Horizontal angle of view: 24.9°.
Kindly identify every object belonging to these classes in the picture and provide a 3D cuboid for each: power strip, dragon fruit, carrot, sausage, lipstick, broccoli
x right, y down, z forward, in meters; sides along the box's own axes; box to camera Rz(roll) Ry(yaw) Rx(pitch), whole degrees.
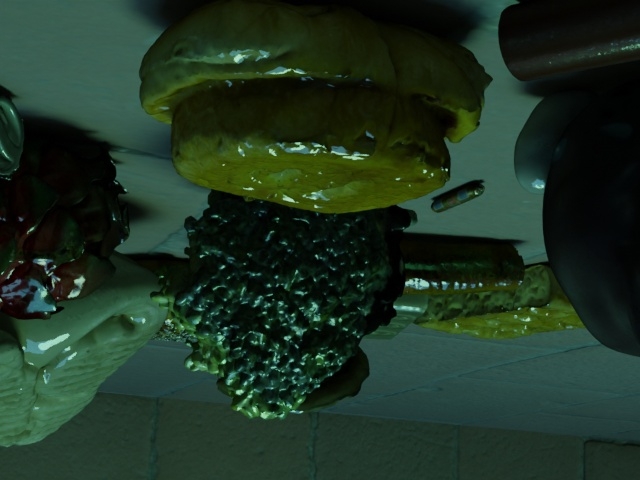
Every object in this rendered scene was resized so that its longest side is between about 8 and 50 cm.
[{"bbox_3d":[0.067,0.081,1.881,0.105,0.070,0.257,5,168,-6],"label":"power strip"},{"bbox_3d":[-0.267,-0.013,1.321,0.188,0.182,0.182,6,167,-12],"label":"dragon fruit"},{"bbox_3d":[0.101,0.027,1.650,0.260,0.070,0.070,1,167,-3],"label":"carrot"},{"bbox_3d":[0.136,-0.042,1.446,0.015,0.015,0.100,8,166,-23],"label":"sausage"},{"bbox_3d":[0.270,-0.151,0.858,0.356,0.057,0.057,-7,164,37],"label":"lipstick"},{"bbox_3d":[-0.042,0.028,1.376,0.247,0.263,0.243,-20,-164,-23],"label":"broccoli"}]

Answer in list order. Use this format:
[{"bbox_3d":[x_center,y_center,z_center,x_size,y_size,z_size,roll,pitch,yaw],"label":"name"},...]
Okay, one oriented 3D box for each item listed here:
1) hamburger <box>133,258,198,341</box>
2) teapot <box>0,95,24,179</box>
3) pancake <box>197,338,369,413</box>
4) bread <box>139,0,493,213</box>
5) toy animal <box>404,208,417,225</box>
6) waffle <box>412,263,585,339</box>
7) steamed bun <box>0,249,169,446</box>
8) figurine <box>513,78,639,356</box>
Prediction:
[{"bbox_3d":[-0.201,0.079,1.875,0.164,0.093,0.189,1,165,9],"label":"hamburger"},{"bbox_3d":[-0.356,-0.094,1.212,0.200,0.077,0.107,-1,147,18],"label":"teapot"},{"bbox_3d":[-0.044,0.145,1.802,0.212,0.029,0.235,-5,-152,-24],"label":"pancake"},{"bbox_3d":[-0.008,-0.094,1.016,0.236,0.120,0.198,11,167,-30],"label":"bread"},{"bbox_3d":[0.000,0.000,1.513,0.225,0.094,0.121,-5,156,34],"label":"toy animal"},{"bbox_3d":[0.258,0.084,1.876,0.168,0.057,0.274,11,165,-34],"label":"waffle"},{"bbox_3d":[-0.387,0.092,1.576,0.342,0.255,0.368,-11,149,-51],"label":"steamed bun"},{"bbox_3d":[0.289,-0.026,0.998,0.206,0.218,0.365,4,171,-16],"label":"figurine"}]
